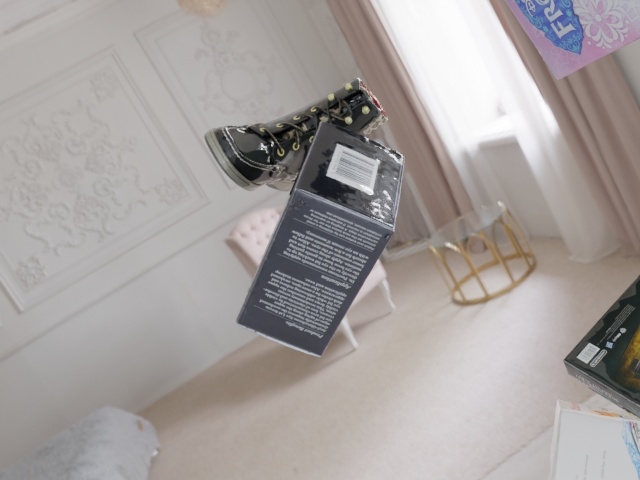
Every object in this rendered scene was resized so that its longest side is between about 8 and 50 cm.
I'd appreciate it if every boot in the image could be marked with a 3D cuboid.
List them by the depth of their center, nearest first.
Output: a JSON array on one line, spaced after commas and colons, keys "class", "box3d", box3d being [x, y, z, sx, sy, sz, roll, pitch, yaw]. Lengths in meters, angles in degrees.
[{"class": "boot", "box3d": [-0.023, -0.139, 0.789, 0.178, 0.085, 0.236, -33, -10, 17]}]

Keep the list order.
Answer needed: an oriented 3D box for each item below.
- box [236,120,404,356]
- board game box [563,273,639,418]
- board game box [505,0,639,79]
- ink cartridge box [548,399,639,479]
[{"class": "box", "box3d": [0.000, 0.000, 0.720, 0.153, 0.108, 0.207, -73, 7, -52]}, {"class": "board game box", "box3d": [0.287, 0.058, 0.463, 0.186, 0.026, 0.126, -44, 40, -11]}, {"class": "board game box", "box3d": [0.156, -0.279, 0.354, 0.066, 0.318, 0.318, -37, 4, -12]}, {"class": "ink cartridge box", "box3d": [0.474, 0.352, 0.979, 0.233, 0.168, 0.171, 6, -7, 20]}]
